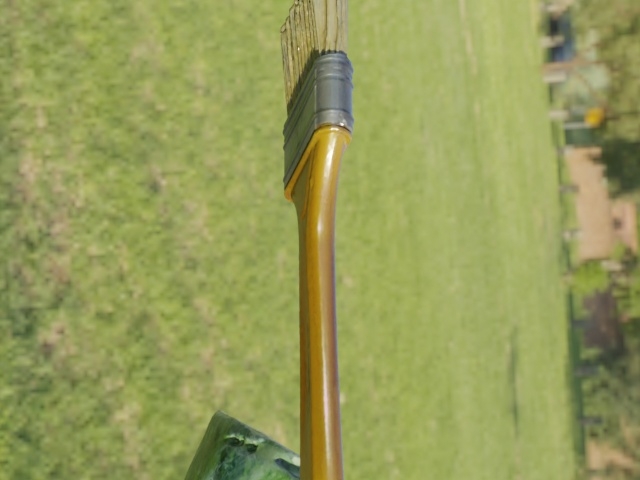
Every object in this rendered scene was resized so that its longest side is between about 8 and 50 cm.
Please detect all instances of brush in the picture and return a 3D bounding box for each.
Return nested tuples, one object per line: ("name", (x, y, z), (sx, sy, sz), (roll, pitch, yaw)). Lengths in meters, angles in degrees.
("brush", (0.000, 0.000, 0.370), (0.043, 0.014, 0.170), (119, -27, -60))

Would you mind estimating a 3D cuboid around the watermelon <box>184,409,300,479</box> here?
("watermelon", (0.045, 0.202, 0.626), (0.180, 0.305, 0.224), (-22, 122, -38))
